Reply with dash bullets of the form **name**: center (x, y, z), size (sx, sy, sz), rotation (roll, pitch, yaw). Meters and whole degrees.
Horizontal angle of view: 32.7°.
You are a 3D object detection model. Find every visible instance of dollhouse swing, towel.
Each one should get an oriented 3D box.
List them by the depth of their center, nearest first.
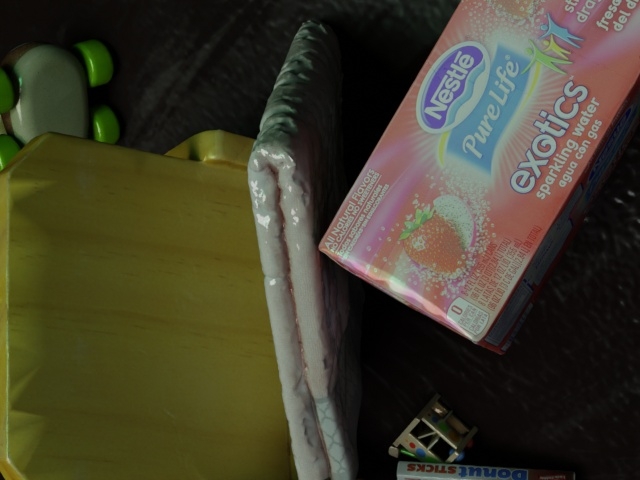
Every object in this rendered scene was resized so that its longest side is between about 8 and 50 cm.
- **towel**: center (0.000, 0.000, 0.959), size (0.053, 0.332, 0.317), rotation (-5, 116, 7)
- **dollhouse swing**: center (-0.184, 0.090, 1.004), size (0.315, 0.305, 0.347), rotation (-19, 71, 57)

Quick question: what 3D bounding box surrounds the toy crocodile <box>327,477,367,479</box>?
- **toy crocodile**: center (0.040, 0.298, 1.141), size (0.340, 0.105, 0.115), rotation (26, 131, 52)

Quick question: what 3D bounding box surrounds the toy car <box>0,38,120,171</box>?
- **toy car**: center (-0.346, -0.162, 1.226), size (0.188, 0.155, 0.149), rotation (23, 125, 38)

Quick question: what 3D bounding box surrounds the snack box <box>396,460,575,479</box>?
- **snack box**: center (0.169, 0.258, 1.115), size (0.178, 0.022, 0.064), rotation (1, 130, 13)

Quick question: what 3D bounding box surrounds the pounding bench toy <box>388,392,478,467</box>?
- **pounding bench toy**: center (0.118, 0.218, 1.155), size (0.065, 0.052, 0.083), rotation (41, 130, 9)

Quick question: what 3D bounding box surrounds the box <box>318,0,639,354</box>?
- **box**: center (0.145, -0.077, 0.825), size (0.142, 0.154, 0.300), rotation (31, 91, 18)
